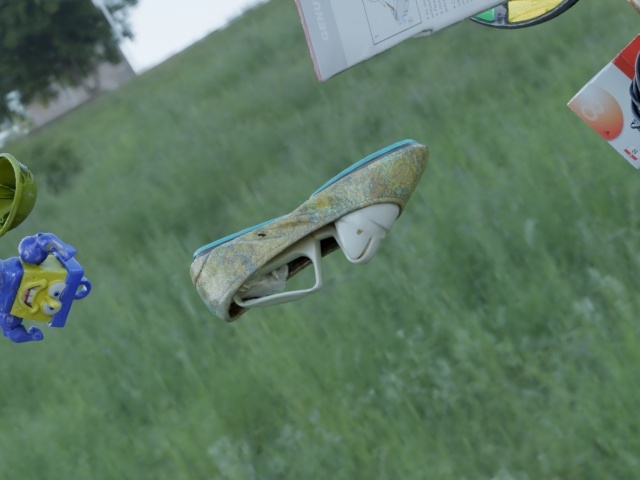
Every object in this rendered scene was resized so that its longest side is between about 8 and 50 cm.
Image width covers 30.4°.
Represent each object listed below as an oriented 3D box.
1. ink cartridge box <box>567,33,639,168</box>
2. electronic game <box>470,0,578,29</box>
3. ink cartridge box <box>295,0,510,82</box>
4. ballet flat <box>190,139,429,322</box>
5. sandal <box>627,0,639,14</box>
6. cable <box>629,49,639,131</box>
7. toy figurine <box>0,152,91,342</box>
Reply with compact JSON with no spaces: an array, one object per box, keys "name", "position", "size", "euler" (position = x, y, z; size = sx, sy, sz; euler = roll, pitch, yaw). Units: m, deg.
[{"name":"ink cartridge box","position":[0.450,-0.192,1.664],"size":[0.045,0.145,0.179],"euler":[-46,-2,-23]},{"name":"electronic game","position":[0.182,-0.321,1.149],"size":[0.048,0.229,0.229],"euler":[-24,-8,-46]},{"name":"ink cartridge box","position":[0.024,-0.278,0.778],"size":[0.066,0.296,0.261],"euler":[1,23,45]},{"name":"ballet flat","position":[0.000,0.000,1.491],"size":[0.349,0.123,0.123],"euler":[-28,-3,10]},{"name":"sandal","position":[0.407,-0.330,1.330],"size":[0.079,0.088,0.240],"euler":[-39,3,41]},{"name":"cable","position":[0.411,-0.193,1.427],"size":[0.047,0.150,0.184],"euler":[-7,18,-3]},{"name":"toy figurine","position":[-0.447,0.030,1.791],"size":[0.217,0.191,0.362],"euler":[9,-67,-36]}]
